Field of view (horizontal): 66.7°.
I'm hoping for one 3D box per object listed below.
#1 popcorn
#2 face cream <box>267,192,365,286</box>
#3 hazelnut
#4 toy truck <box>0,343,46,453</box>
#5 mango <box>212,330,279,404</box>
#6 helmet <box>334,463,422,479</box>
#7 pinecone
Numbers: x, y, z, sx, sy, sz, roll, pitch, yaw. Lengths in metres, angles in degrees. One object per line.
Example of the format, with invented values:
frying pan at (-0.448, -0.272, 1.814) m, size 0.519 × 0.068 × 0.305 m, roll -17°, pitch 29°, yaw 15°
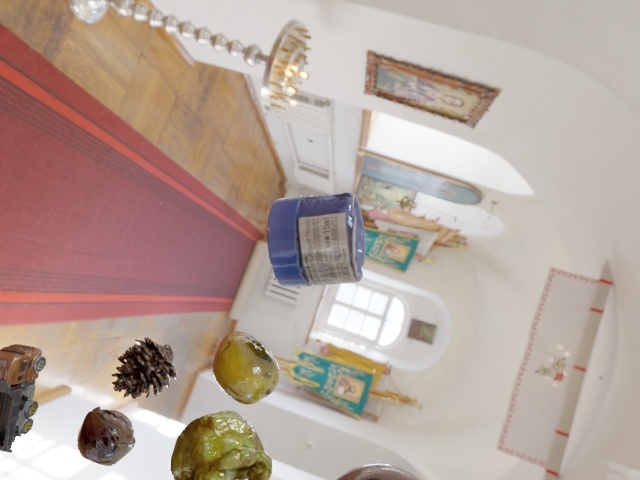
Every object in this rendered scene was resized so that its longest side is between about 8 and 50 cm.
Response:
popcorn at (-0.232, 0.534, 1.141) m, size 0.225 × 0.276 × 0.277 m, roll -27°, pitch 152°, yaw -22°
face cream at (0.000, 0.000, 1.310) m, size 0.249 × 0.224 × 0.249 m, roll -3°, pitch 90°, yaw -77°
hazelnut at (-0.656, 0.604, 1.497) m, size 0.202 × 0.170 × 0.161 m, roll -56°, pitch -171°, yaw 51°
toy truck at (-0.603, 0.302, 0.932) m, size 0.092 × 0.083 × 0.192 m, roll 35°, pitch 64°, yaw -82°
mango at (-0.152, 0.243, 0.973) m, size 0.098 × 0.137 × 0.195 m, roll -56°, pitch -149°, yaw 9°
helmet at (0.104, 0.568, 0.946) m, size 0.337 × 0.230 × 0.385 m, roll -32°, pitch 163°, yaw -24°
pinecone at (-0.464, 0.340, 1.281) m, size 0.173 × 0.173 × 0.174 m, roll 18°, pitch 90°, yaw -83°
